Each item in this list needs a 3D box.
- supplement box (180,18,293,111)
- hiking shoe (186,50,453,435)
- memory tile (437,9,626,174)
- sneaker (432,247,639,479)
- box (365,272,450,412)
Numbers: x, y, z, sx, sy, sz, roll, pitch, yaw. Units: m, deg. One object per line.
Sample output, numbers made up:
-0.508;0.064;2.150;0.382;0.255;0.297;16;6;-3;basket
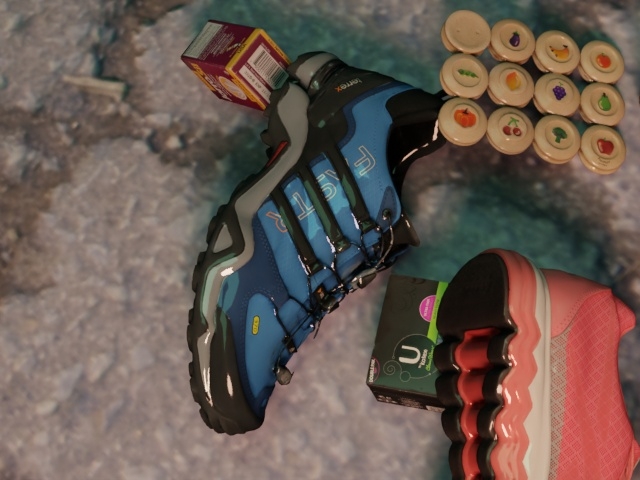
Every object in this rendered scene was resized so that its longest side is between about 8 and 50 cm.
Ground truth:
-0.063;-0.138;0.977;0.043;0.055;0.083;-53;35;-10;supplement box
0.000;0.000;0.893;0.132;0.113;0.304;13;71;18;hiking shoe
0.159;-0.112;0.927;0.148;0.012;0.113;10;67;-10;memory tile
0.150;0.165;0.794;0.136;0.116;0.313;8;82;-22;sneaker
0.073;0.074;0.880;0.062;0.052;0.083;8;71;15;box
